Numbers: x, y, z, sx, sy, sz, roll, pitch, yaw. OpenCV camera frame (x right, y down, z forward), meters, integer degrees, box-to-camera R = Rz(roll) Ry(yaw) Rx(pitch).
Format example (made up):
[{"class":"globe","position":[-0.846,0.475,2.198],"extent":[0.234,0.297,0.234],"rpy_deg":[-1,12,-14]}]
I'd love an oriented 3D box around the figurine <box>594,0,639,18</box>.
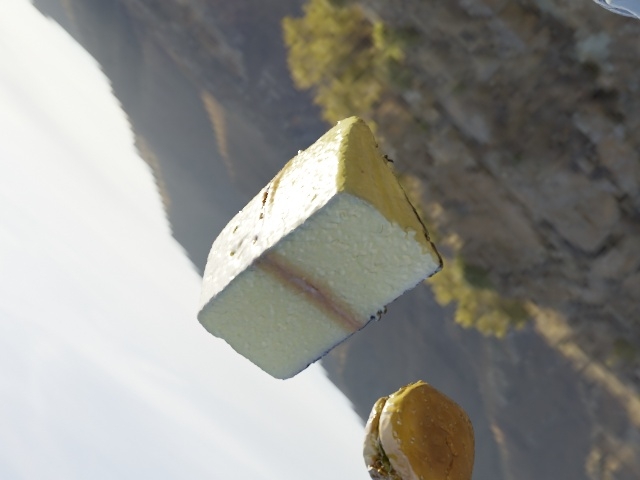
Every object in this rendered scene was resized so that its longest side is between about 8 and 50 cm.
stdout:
[{"class":"figurine","position":[0.239,-0.211,0.883],"extent":[0.133,0.176,0.236],"rpy_deg":[43,-172,-3]}]

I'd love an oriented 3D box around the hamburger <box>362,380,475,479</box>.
[{"class":"hamburger","position":[0.115,0.240,1.626],"extent":[0.138,0.083,0.147],"rpy_deg":[34,-134,-23]}]

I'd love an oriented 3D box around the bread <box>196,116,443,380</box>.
[{"class":"bread","position":[0.000,0.000,1.406],"extent":[0.135,0.240,0.178],"rpy_deg":[38,-149,-21]}]
